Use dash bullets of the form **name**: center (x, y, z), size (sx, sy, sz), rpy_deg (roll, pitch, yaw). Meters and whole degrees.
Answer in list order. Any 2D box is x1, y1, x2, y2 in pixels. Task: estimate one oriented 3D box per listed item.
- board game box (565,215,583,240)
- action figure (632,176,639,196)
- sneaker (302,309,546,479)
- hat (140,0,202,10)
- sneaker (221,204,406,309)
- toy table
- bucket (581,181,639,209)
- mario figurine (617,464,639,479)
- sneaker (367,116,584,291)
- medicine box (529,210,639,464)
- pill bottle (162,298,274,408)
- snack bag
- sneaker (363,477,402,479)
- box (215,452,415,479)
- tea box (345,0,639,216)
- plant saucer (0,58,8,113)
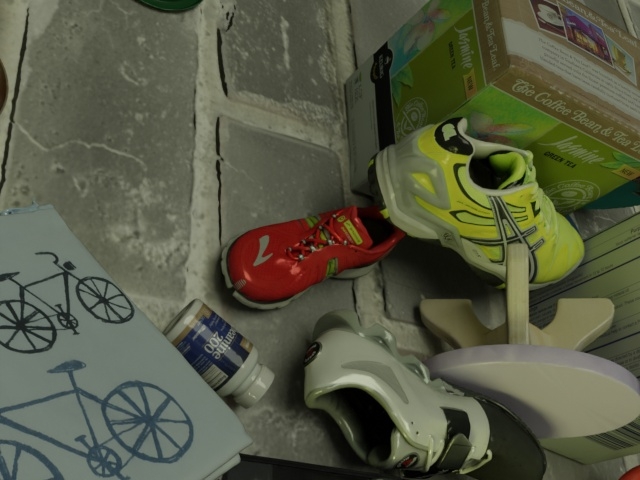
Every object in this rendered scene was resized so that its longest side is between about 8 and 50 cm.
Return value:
- **board game box**: center (0.395, -0.014, 1.304), size (0.169, 0.033, 0.133), rpy_deg (18, 50, -36)
- **action figure**: center (0.520, -0.145, 1.097), size (0.099, 0.185, 0.285), rpy_deg (2, 62, -23)
- **sneaker**: center (0.114, 0.228, 0.867), size (0.331, 0.122, 0.146), rpy_deg (32, 36, -6)
- **hat**: center (-0.185, -0.442, 0.995), size (0.173, 0.183, 0.208), rpy_deg (22, 53, -26)
- **sneaker**: center (0.000, 0.000, 0.924), size (0.279, 0.118, 0.107), rpy_deg (-18, 76, -43)
- **toy table**: center (0.259, 0.145, 0.974), size (0.274, 0.252, 0.160), rpy_deg (8, 47, 4)
- **bucket**: center (0.500, -0.174, 1.311), size (0.281, 0.281, 0.183), rpy_deg (14, 73, -32)
- **mario figurine**: center (0.479, 0.459, 0.988), size (0.198, 0.170, 0.320), rpy_deg (34, 46, -66)
- **sneaker**: center (0.244, -0.037, 0.991), size (0.385, 0.147, 0.145), rpy_deg (19, 54, -35)
- **medicine box**: center (0.431, 0.140, 1.078), size (0.149, 0.263, 0.289), rpy_deg (27, 51, -24)
- **pill bottle**: center (-0.109, 0.124, 0.802), size (0.120, 0.067, 0.067), rpy_deg (42, 47, -10)
- **snack bag**: center (-0.247, 0.104, 0.617), size (0.342, 0.037, 0.323), rpy_deg (46, 23, 12)
- **sneaker**: center (0.090, 0.297, 0.777), size (0.170, 0.051, 0.089), rpy_deg (15, 55, -27)
- **box**: center (0.000, 0.377, 0.739), size (0.293, 0.073, 0.295), rpy_deg (18, 56, -28)
- **tea box**: center (0.263, -0.185, 1.096), size (0.329, 0.323, 0.219), rpy_deg (17, 56, -29)
- **plant saucer**: center (-0.410, -0.168, 0.766), size (0.168, 0.029, 0.168), rpy_deg (18, 55, -28)
